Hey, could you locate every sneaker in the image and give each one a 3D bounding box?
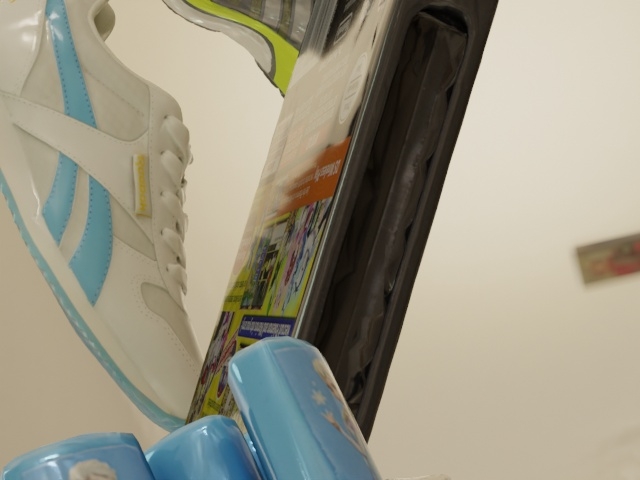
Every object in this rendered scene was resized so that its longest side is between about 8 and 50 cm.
[{"bbox_3d":[-0.024,-0.197,1.361,0.300,0.121,0.111,36,-141,-40],"label":"sneaker"},{"bbox_3d":[-0.096,-0.018,0.878,0.228,0.092,0.087,63,172,11],"label":"sneaker"}]

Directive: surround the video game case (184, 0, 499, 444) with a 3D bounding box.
[{"bbox_3d":[0.000,0.000,0.645,0.275,0.035,0.248,165,123,-82],"label":"video game case"}]

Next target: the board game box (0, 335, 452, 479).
[{"bbox_3d":[-0.154,0.185,0.473,0.390,0.390,0.050,87,158,-65],"label":"board game box"}]
